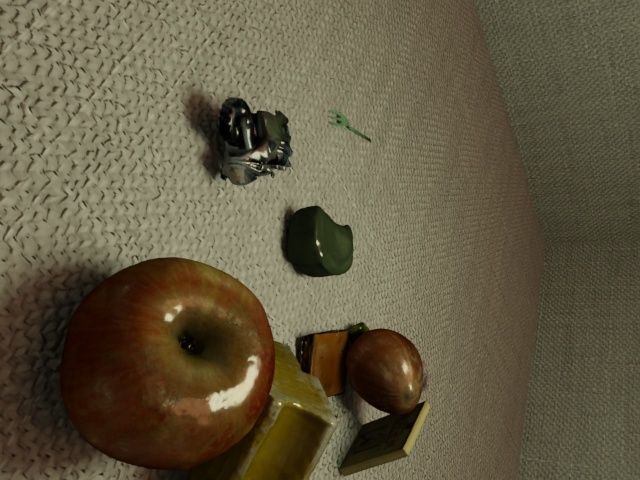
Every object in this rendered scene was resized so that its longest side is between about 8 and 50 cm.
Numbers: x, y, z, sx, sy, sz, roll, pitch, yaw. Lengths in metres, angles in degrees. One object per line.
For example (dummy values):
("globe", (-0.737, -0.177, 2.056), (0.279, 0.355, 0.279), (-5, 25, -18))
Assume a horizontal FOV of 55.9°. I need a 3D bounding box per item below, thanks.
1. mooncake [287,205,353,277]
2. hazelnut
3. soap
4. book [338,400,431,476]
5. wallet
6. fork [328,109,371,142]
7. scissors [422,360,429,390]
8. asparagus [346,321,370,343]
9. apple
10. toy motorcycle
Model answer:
("mooncake", (0.000, 0.000, 1.340), (0.168, 0.104, 0.175), (-55, 129, -41))
("hazelnut", (0.161, 0.311, 1.431), (0.176, 0.214, 0.214), (-37, 125, -14))
("soap", (-0.141, 0.360, 1.044), (0.169, 0.304, 0.338), (27, 95, -18))
("book", (0.150, 0.472, 1.434), (0.026, 0.231, 0.161), (48, 41, -5))
("wallet", (0.009, 0.285, 1.389), (0.195, 0.042, 0.160), (5, 89, -62))
("fork", (0.089, -0.297, 1.590), (0.235, 0.021, 0.039), (12, 80, -57))
("scissors", (0.289, 0.452, 1.844), (0.212, 0.021, 0.110), (-43, 121, -53))
("asparagus", (0.136, 0.302, 1.576), (0.067, 0.060, 0.277), (-47, 129, -26))
("apple", (-0.215, 0.174, 0.850), (0.301, 0.302, 0.301), (9, 79, -58))
("toy motorcycle", (-0.120, -0.177, 1.163), (0.270, 0.106, 0.159), (5, 87, -69))
